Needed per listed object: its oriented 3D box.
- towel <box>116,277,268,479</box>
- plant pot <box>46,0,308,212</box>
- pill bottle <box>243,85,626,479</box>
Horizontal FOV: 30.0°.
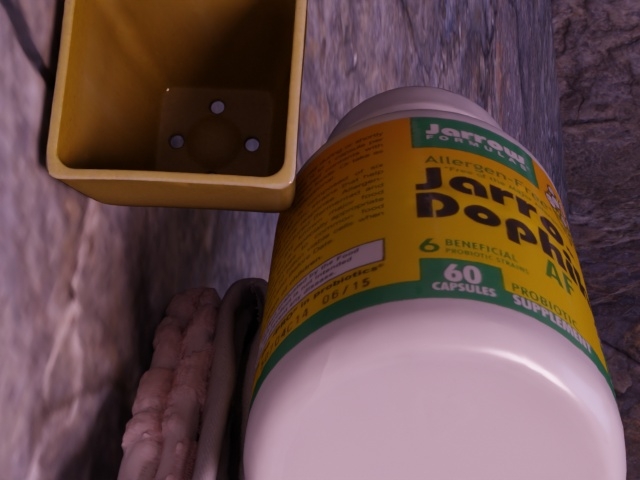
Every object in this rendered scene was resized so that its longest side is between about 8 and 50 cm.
[{"bbox_3d":[-0.021,0.221,0.426,0.332,0.053,0.317,-84,165,-63],"label":"towel"},{"bbox_3d":[-0.043,-0.048,0.429,0.083,0.081,0.081,72,21,-75],"label":"plant pot"},{"bbox_3d":[0.038,0.023,0.439,0.208,0.117,0.118,-84,167,-61],"label":"pill bottle"}]
